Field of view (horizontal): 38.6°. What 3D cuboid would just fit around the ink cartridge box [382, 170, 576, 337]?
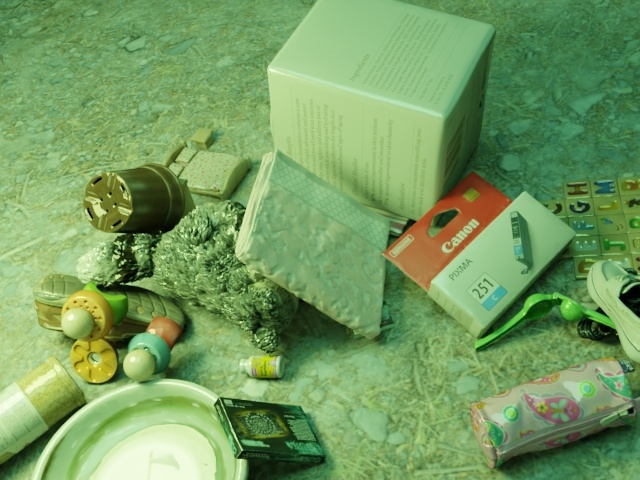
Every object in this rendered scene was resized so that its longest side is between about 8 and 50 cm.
[{"bbox_3d":[0.317,0.007,1.831,0.261,0.066,0.296,41,68,18],"label":"ink cartridge box"}]

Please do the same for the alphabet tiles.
[{"bbox_3d":[0.631,-0.033,1.890,0.342,0.011,0.285,-3,46,12],"label":"alphabet tiles"}]

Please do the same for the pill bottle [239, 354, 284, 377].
[{"bbox_3d":[-0.115,0.247,1.791,0.083,0.043,0.043,-2,46,13],"label":"pill bottle"}]

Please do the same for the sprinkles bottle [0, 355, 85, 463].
[{"bbox_3d":[-0.629,0.371,1.750,0.355,0.121,0.121,-37,49,-21],"label":"sprinkles bottle"}]

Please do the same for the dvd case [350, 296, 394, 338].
[{"bbox_3d":[0.094,0.142,1.860,0.087,0.013,0.119,-17,43,-2],"label":"dvd case"}]

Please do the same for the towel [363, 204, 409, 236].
[{"bbox_3d":[0.157,-0.091,2.064,0.144,0.029,0.197,17,53,25],"label":"towel"}]

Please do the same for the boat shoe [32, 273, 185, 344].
[{"bbox_3d":[-0.443,0.160,1.919,0.324,0.116,0.123,13,22,4],"label":"boat shoe"}]

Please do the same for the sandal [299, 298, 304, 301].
[{"bbox_3d":[0.007,0.027,1.977,0.097,0.054,0.255,10,59,32],"label":"sandal"}]

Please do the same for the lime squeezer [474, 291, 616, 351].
[{"bbox_3d":[0.441,0.144,1.697,0.310,0.059,0.110,-5,40,26],"label":"lime squeezer"}]

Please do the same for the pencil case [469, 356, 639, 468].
[{"bbox_3d":[0.400,0.292,1.556,0.284,0.124,0.124,-16,45,-3],"label":"pencil case"}]

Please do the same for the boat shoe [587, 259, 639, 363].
[{"bbox_3d":[0.549,0.104,1.619,0.096,0.088,0.268,4,34,-3],"label":"boat shoe"}]

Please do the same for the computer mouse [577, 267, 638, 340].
[{"bbox_3d":[0.631,0.157,1.671,0.272,0.072,0.188,17,54,44],"label":"computer mouse"}]

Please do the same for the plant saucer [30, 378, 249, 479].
[{"bbox_3d":[-0.312,0.435,1.620,0.400,0.101,0.401,-7,46,7],"label":"plant saucer"}]

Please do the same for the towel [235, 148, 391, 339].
[{"bbox_3d":[0.000,0.000,1.824,0.053,0.331,0.317,-41,26,39],"label":"towel"}]

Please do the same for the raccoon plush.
[{"bbox_3d":[-0.251,0.117,1.835,0.446,0.216,0.299,-20,43,2],"label":"raccoon plush"}]

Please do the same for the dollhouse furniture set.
[{"bbox_3d":[-0.261,-0.176,2.153,0.303,0.174,0.356,11,50,23],"label":"dollhouse furniture set"}]

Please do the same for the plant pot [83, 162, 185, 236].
[{"bbox_3d":[-0.401,-0.081,1.928,0.167,0.167,0.165,10,8,24],"label":"plant pot"}]

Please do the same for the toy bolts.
[{"bbox_3d":[-0.405,0.218,1.775,0.228,0.218,0.158,20,17,4],"label":"toy bolts"}]

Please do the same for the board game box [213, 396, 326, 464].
[{"bbox_3d":[-0.089,0.339,1.621,0.186,0.026,0.126,15,30,-37],"label":"board game box"}]

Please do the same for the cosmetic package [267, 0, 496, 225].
[{"bbox_3d":[0.133,-0.298,1.995,0.393,0.329,0.327,19,54,16],"label":"cosmetic package"}]
